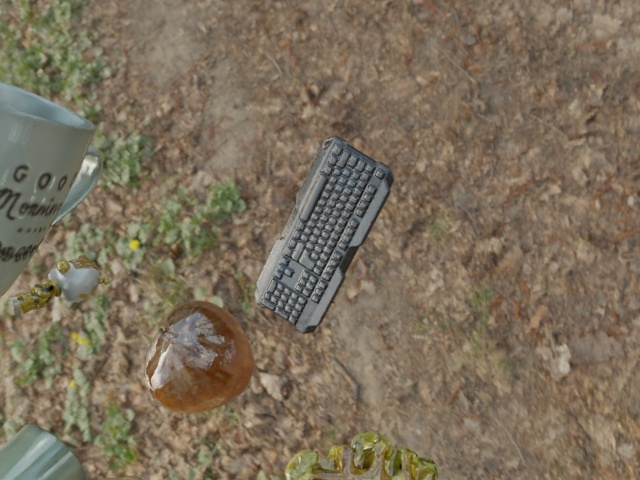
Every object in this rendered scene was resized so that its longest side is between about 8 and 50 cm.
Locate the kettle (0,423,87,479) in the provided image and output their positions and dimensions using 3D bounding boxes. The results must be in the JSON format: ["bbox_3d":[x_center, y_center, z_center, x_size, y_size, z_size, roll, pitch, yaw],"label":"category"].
[{"bbox_3d":[-0.580,0.492,1.472,0.255,0.165,0.240,-49,3,-41],"label":"kettle"}]

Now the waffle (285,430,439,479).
[{"bbox_3d":[0.067,0.419,1.101,0.302,0.325,0.068,-34,6,-25],"label":"waffle"}]

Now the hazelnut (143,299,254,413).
[{"bbox_3d":[-0.188,0.187,1.267,0.182,0.182,0.182,-12,56,19],"label":"hazelnut"}]

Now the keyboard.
[{"bbox_3d":[0.000,0.000,1.012,0.106,0.016,0.262,31,118,9],"label":"keyboard"}]

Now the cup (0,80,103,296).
[{"bbox_3d":[-0.371,-0.059,0.959,0.186,0.258,0.234,28,101,25],"label":"cup"}]

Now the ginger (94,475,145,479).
[{"bbox_3d":[-0.335,0.453,1.296,0.267,0.138,0.152,-21,14,20],"label":"ginger"}]

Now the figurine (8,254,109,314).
[{"bbox_3d":[-0.403,0.070,1.236,0.101,0.143,0.068,-43,73,33],"label":"figurine"}]
